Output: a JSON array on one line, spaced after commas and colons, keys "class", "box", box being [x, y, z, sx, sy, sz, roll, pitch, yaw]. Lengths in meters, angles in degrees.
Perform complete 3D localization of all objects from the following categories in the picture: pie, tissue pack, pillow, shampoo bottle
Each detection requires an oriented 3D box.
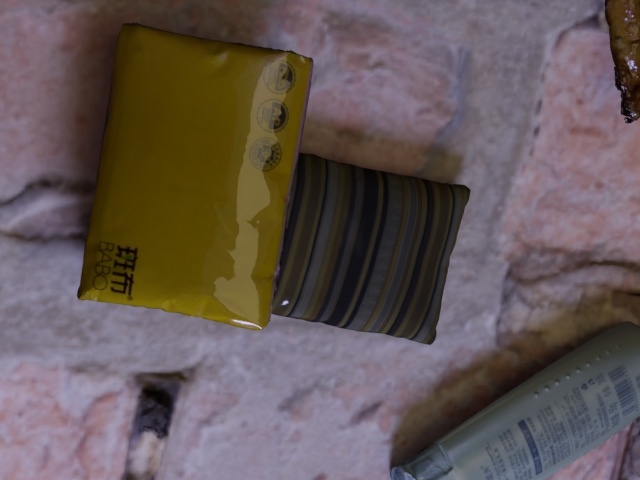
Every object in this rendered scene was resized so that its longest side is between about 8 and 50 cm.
[{"class": "pie", "box": [0.224, -0.180, 1.345, 0.088, 0.033, 0.191, -15, 108, -38]}, {"class": "tissue pack", "box": [-0.074, -0.037, 1.182, 0.120, 0.082, 0.169, 10, 93, 0]}, {"class": "pillow", "box": [0.000, 0.000, 1.280, 0.203, 0.038, 0.113, 12, 95, -28]}, {"class": "shampoo bottle", "box": [0.148, 0.130, 1.378, 0.212, 0.049, 0.072, -27, 117, -18]}]
